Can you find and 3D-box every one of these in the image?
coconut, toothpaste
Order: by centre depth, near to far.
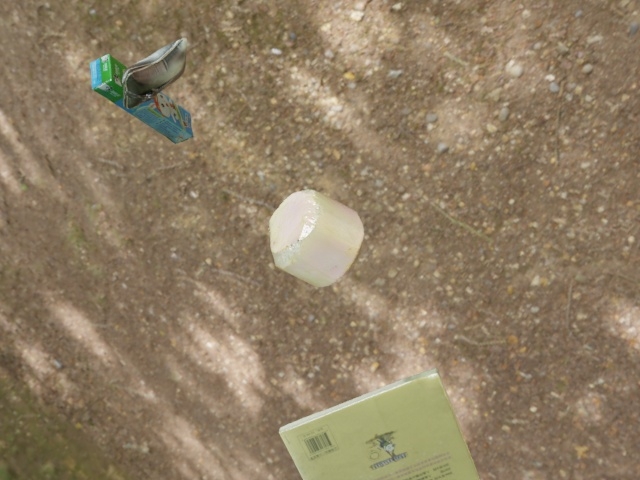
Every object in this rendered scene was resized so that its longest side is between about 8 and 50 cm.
[{"bbox_3d":[0.000,0.000,1.085,0.152,0.147,0.147,27,156,-34],"label":"coconut"},{"bbox_3d":[-0.357,-0.280,1.338,0.050,0.065,0.266,-17,158,20],"label":"toothpaste"}]

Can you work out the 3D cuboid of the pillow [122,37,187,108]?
[{"bbox_3d":[-0.271,-0.274,1.074,0.055,0.136,0.091,28,149,28],"label":"pillow"}]

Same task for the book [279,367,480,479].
[{"bbox_3d":[0.070,0.235,0.668,0.013,0.167,0.192,-106,-6,-69],"label":"book"}]
